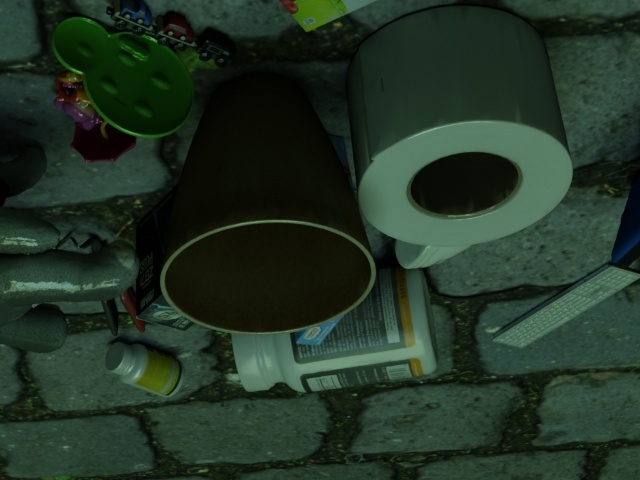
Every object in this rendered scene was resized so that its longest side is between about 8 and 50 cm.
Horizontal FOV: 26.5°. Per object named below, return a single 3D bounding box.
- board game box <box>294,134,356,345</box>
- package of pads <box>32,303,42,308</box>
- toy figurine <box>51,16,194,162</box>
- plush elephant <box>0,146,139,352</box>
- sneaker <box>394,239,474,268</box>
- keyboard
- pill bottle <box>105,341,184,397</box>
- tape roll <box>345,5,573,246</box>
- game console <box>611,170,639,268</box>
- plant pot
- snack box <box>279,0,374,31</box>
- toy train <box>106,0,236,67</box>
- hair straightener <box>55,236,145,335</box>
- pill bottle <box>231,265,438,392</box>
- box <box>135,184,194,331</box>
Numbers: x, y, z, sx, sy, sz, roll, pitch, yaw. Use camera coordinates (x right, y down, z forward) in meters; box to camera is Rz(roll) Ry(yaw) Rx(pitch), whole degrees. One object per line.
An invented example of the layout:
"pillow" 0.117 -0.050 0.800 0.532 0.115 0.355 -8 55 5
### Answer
"board game box" 0.000 0.000 1.696 0.039 0.211 0.160 7 145 -24
"package of pads" -0.423 0.077 1.921 0.050 0.032 0.083 -5 147 -5
"toy figurine" -0.252 -0.154 1.540 0.173 0.130 0.159 33 145 -14
"plush elephant" -0.411 -0.026 1.598 0.330 0.255 0.272 3 156 -26
"sneaker" 0.195 -0.025 1.826 0.094 0.080 0.212 5 154 -35
"keyboard" 0.375 0.104 2.087 0.072 0.014 0.256 20 140 -33
"pill bottle" -0.271 0.196 2.092 0.065 0.065 0.116 -30 140 33
"tape roll" 0.155 -0.127 1.564 0.246 0.169 0.246 -3 146 -2
"game console" 0.527 -0.084 1.690 0.173 0.250 0.293 31 139 -4
"plant pot" -0.065 -0.060 1.558 0.237 0.254 0.237 -3 148 -2
"snack box" 0.029 -0.317 1.348 0.207 0.070 0.174 -22 143 21
"toy train" -0.161 -0.230 1.493 0.158 0.027 0.036 17 137 -31
"hair straightener" -0.317 0.065 1.902 0.089 0.047 0.230 -10 146 6
"pill bottle" 0.021 0.132 1.948 0.278 0.162 0.162 -9 147 7
"box" -0.162 0.008 1.747 0.077 0.147 0.180 18 141 -32
